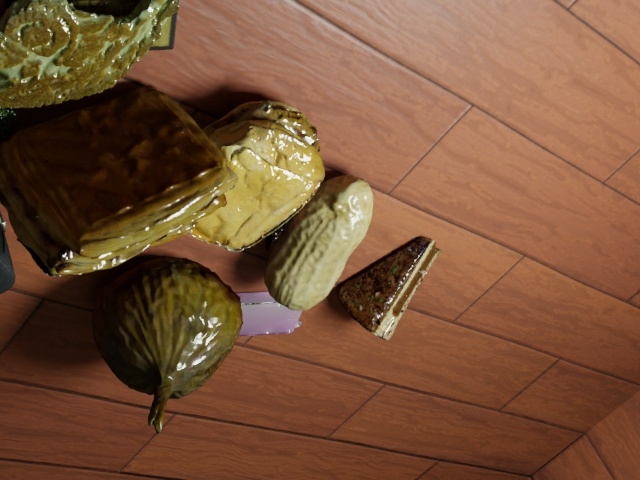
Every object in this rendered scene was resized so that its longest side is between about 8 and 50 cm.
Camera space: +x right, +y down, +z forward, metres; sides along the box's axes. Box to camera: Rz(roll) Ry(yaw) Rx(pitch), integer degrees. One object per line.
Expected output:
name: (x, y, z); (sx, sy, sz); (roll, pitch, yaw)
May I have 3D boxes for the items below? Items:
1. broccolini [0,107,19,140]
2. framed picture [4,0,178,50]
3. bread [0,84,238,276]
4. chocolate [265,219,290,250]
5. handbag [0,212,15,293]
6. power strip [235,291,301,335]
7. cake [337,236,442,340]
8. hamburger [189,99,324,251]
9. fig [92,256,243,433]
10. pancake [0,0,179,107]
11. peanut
broccolini: (-0.580, -0.190, 1.474); (0.271, 0.062, 0.123); (10, 120, -32)
framed picture: (-0.317, -0.407, 1.398); (0.255, 0.014, 0.339); (-7, 137, -22)
bread: (-0.325, -0.077, 1.542); (0.324, 0.277, 0.167); (-30, 151, -25)
chocolate: (-0.064, -0.064, 1.875); (0.028, 0.086, 0.182); (26, 123, -19)
handbag: (-0.630, 0.024, 1.578); (0.254, 0.181, 0.181); (-29, 140, 0)
power strip: (-0.165, 0.158, 2.095); (0.278, 0.037, 0.109); (-1, 135, -27)
cake: (0.144, 0.082, 2.179); (0.246, 0.135, 0.112); (-59, 152, -6)
hamburger: (-0.129, -0.120, 1.725); (0.283, 0.145, 0.259); (-30, 137, 12)
fig: (-0.285, 0.221, 1.835); (0.286, 0.369, 0.286); (-3, 134, -3)
pancake: (-0.389, -0.292, 1.444); (0.376, 0.054, 0.197); (-19, 143, -10)
peanut: (0.000, 0.000, 1.929); (0.152, 0.152, 0.313); (7, 125, -34)
